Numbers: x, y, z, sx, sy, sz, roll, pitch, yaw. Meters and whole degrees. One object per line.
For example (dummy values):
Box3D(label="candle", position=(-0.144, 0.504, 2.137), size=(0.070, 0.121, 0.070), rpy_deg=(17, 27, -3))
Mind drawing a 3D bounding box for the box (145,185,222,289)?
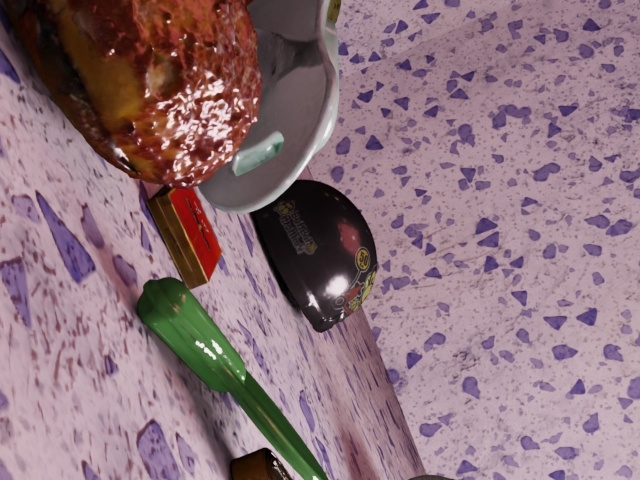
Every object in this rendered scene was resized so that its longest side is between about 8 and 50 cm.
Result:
Box3D(label="box", position=(-0.126, -0.011, 0.912), size=(0.133, 0.023, 0.090), rpy_deg=(-89, 158, -79))

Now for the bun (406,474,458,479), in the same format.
Box3D(label="bun", position=(0.217, 0.487, 1.400), size=(0.354, 0.194, 0.355), rpy_deg=(-21, 90, -85))

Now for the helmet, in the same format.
Box3D(label="helmet", position=(0.000, 0.000, 1.544), size=(0.230, 0.160, 0.279), rpy_deg=(54, 14, -65))

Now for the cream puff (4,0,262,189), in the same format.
Box3D(label="cream puff", position=(-0.133, -0.158, 0.723), size=(0.240, 0.164, 0.240), rpy_deg=(-23, 90, -80))

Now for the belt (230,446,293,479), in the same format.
Box3D(label="belt", position=(-0.039, 0.200, 0.764), size=(0.059, 0.036, 0.083), rpy_deg=(-107, 171, -48))

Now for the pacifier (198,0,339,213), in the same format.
Box3D(label="pacifier", position=(-0.115, -0.203, 1.073), size=(0.269, 0.288, 0.343), rpy_deg=(21, 57, -36))

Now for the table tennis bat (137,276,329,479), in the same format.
Box3D(label="table tennis bat", position=(-0.065, 0.114, 0.759), size=(0.160, 0.039, 0.257), rpy_deg=(44, -10, 46))

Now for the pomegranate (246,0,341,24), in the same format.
Box3D(label="pomegranate", position=(-0.111, -0.410, 1.572), size=(0.323, 0.290, 0.291), rpy_deg=(-100, 166, -74))
